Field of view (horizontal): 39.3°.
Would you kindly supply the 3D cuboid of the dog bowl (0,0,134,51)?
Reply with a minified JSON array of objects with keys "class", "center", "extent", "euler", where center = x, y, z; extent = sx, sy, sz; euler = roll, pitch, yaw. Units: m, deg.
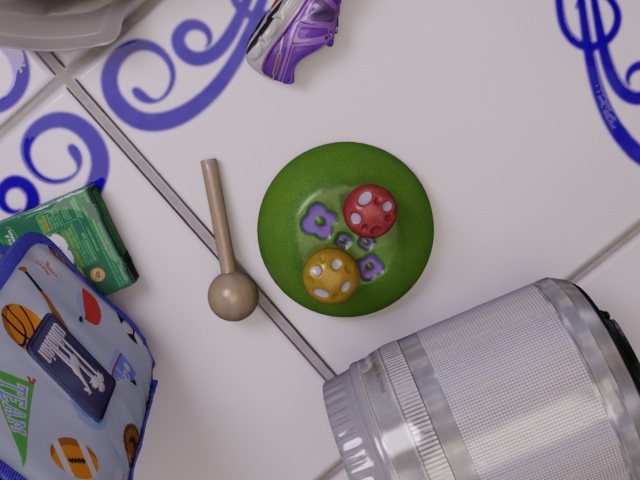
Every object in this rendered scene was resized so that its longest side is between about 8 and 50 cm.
[{"class":"dog bowl","center":[-0.235,-0.321,0.729],"extent":[0.348,0.102,0.349],"euler":[-9,144,-7]}]

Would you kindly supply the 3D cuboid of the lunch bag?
[{"class":"lunch bag","center":[-0.336,0.129,0.745],"extent":[0.385,0.328,0.239],"euler":[19,110,-9]}]

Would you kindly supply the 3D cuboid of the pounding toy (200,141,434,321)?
[{"class":"pounding toy","center":[0.000,0.000,0.878],"extent":[0.236,0.110,0.183],"euler":[-4,100,-1]}]

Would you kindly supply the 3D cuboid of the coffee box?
[{"class":"coffee box","center":[-0.293,0.025,0.910],"extent":[0.184,0.040,0.113],"euler":[-23,103,3]}]

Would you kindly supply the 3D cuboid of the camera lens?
[{"class":"camera lens","center":[0.165,0.175,0.858],"extent":[0.274,0.219,0.219],"euler":[-23,100,3]}]

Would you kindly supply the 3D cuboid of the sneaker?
[{"class":"sneaker","center":[-0.003,-0.227,0.869],"extent":[0.071,0.068,0.170],"euler":[32,107,-22]}]
